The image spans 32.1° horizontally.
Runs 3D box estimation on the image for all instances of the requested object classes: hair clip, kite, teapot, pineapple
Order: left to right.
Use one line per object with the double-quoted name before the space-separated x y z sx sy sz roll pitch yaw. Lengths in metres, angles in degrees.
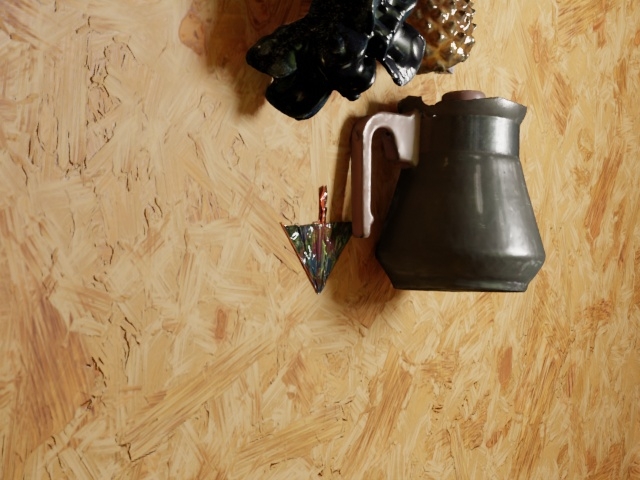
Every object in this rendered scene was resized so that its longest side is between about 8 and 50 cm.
"kite" 0.000 0.000 1.879 0.232 0.009 0.189 -8 104 -56
"hair clip" 0.034 -0.328 1.673 0.310 0.206 0.194 -65 147 -27
"pineapple" 0.168 -0.472 1.912 0.175 0.175 0.361 -33 115 -49
"teapot" 0.222 -0.090 1.993 0.376 0.305 0.362 3 85 -28

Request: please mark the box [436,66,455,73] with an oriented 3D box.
"box" 0.246 -0.383 2.147 0.050 0.036 0.117 33 69 -56
